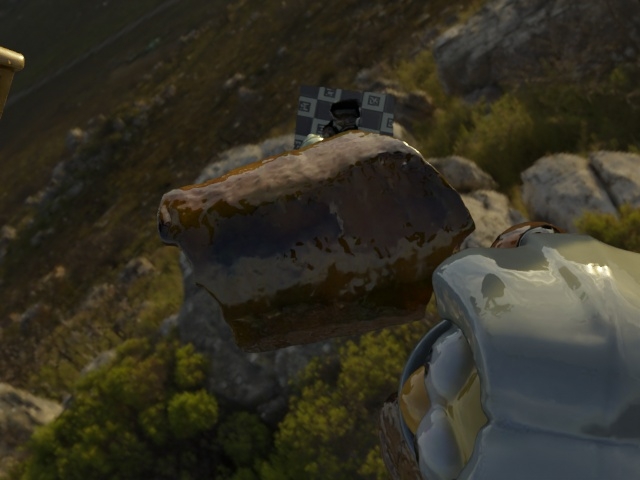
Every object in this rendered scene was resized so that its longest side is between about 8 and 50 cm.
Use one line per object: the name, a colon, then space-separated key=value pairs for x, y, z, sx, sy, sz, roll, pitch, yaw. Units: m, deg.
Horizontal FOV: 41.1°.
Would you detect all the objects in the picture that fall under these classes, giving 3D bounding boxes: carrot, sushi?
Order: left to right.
carrot: x=0.000 y=0.000 z=1.030 sx=0.341 sy=0.241 sz=0.241 roll=-13 pitch=37 yaw=3
sushi: x=0.044 y=-0.189 z=1.652 sx=0.192 sy=0.050 sz=0.215 roll=6 pitch=67 yaw=-2

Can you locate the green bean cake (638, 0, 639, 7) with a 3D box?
green bean cake: x=0.447 y=-0.289 z=0.968 sx=0.169 sy=0.307 sz=0.300 roll=-3 pitch=18 yaw=23

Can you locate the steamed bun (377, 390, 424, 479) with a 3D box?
steamed bun: x=0.221 y=0.260 z=0.905 sx=0.252 sy=0.199 sz=0.301 roll=-29 pitch=42 yaw=-35

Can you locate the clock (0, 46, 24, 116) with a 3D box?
clock: x=-0.481 y=-0.137 z=0.814 sx=0.200 sy=0.317 sz=0.244 roll=6 pitch=79 yaw=45

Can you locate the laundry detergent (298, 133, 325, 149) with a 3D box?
laundry detergent: x=0.049 y=-0.055 z=1.327 sx=0.143 sy=0.094 sz=0.290 roll=-54 pitch=52 yaw=22

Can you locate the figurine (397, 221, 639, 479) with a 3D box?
figurine: x=0.103 y=0.071 z=0.399 sx=0.133 sy=0.236 sz=0.176 roll=6 pitch=85 yaw=4
